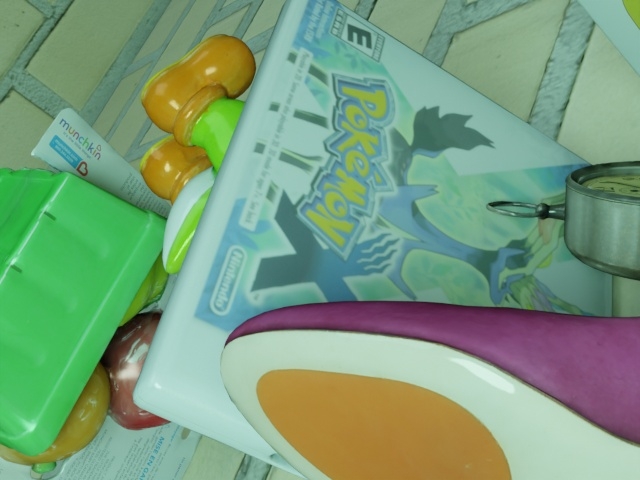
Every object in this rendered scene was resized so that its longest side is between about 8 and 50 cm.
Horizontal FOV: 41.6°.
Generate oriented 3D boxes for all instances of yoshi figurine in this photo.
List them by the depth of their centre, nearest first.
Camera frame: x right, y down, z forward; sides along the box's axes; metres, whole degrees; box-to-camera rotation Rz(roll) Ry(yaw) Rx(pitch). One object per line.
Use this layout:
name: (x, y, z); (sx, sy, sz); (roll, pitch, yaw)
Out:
yoshi figurine: (0.019, -0.009, 0.702); (0.362, 0.203, 0.203); (47, 108, 18)

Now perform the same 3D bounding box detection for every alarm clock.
alarm clock: (0.204, -0.014, 0.543); (0.192, 0.064, 0.129); (6, 17, 16)

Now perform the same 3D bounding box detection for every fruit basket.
fruit basket: (-0.214, 0.107, 0.806); (0.165, 0.353, 0.327); (10, 63, 31)

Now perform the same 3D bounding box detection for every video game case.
video game case: (0.071, 0.015, 0.548); (0.036, 0.300, 0.329); (-42, 26, 48)

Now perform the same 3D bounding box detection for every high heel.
high heel: (0.149, 0.071, 0.401); (0.377, 0.127, 0.181); (15, 35, 16)

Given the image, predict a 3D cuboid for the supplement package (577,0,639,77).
supplement package: (0.291, -0.239, 0.555); (0.199, 0.262, 0.198); (-3, 55, 55)
